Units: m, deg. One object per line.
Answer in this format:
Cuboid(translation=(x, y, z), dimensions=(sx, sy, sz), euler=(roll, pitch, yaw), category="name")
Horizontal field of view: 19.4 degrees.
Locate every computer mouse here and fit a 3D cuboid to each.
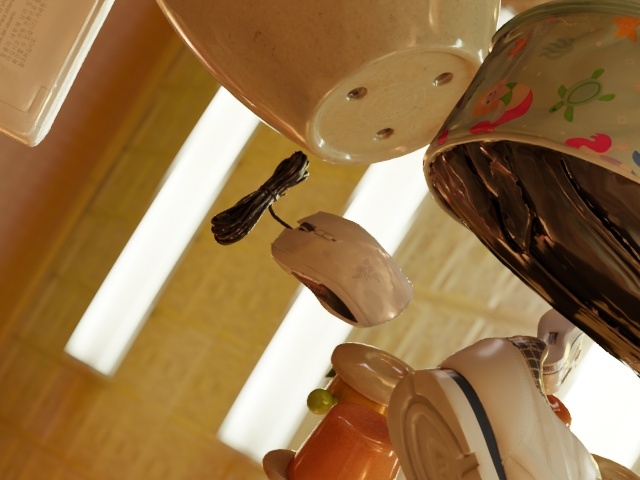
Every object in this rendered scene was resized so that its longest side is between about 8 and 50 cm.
Cuboid(translation=(0.000, 0.000, 1.486), dimensions=(0.106, 0.042, 0.193), euler=(-35, -132, -22), category="computer mouse")

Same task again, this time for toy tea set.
Cuboid(translation=(0.086, 0.180, 1.405), dimensions=(0.124, 0.336, 0.200), euler=(-63, -145, 18), category="toy tea set")

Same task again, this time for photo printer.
Cuboid(translation=(-0.340, -0.266, 1.722), dimensions=(0.256, 0.307, 0.107), euler=(-62, -178, 8), category="photo printer")

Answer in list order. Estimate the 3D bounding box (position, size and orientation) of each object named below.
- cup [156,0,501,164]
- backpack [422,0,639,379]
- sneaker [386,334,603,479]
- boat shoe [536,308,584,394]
Cuboid(translation=(0.028, -0.209, 1.655), dimensions=(0.331, 0.331, 0.237), euler=(-42, -125, 32), category="cup")
Cuboid(translation=(0.189, -0.026, 0.965), dimensions=(0.191, 0.253, 0.225), euler=(-62, -163, -14), category="backpack")
Cuboid(translation=(0.122, 0.167, 1.021), dimensions=(0.095, 0.235, 0.090), euler=(-18, -179, -36), category="sneaker")
Cuboid(translation=(0.181, 0.083, 1.416), dimensions=(0.035, 0.035, 0.100), euler=(0, -153, 18), category="boat shoe")
